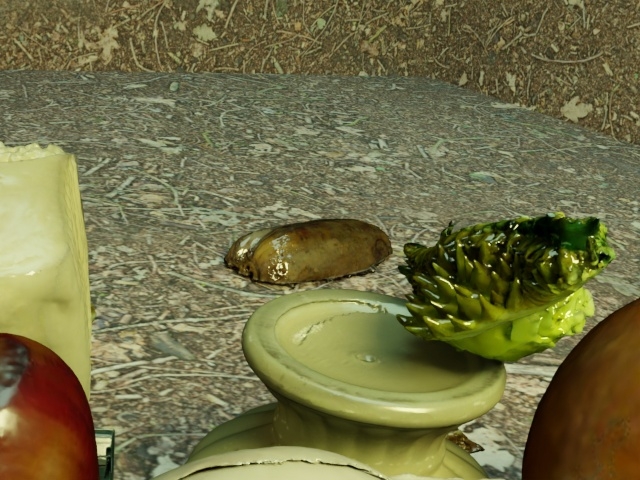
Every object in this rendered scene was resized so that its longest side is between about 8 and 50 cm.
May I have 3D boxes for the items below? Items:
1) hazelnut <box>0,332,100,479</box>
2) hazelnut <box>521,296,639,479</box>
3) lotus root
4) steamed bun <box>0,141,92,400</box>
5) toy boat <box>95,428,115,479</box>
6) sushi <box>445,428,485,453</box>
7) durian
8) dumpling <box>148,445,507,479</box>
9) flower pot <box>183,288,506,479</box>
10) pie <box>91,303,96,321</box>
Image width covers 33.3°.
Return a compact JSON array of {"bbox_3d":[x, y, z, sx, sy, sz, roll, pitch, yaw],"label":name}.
[{"bbox_3d":[-0.267,0.184,0.888,0.208,0.208,0.208,8,18,-3],"label":"hazelnut"},{"bbox_3d":[0.329,0.207,0.813,0.365,0.366,0.366,8,18,-3],"label":"hazelnut"},{"bbox_3d":[0.001,-0.001,1.706,0.167,0.078,0.329,24,24,35],"label":"lotus root"},{"bbox_3d":[-0.364,0.062,1.067,0.272,0.291,0.273,-9,30,-8],"label":"steamed bun"},{"bbox_3d":[-0.264,0.204,1.001,0.141,0.055,0.060,2,-4,-16],"label":"toy boat"},{"bbox_3d":[0.116,0.224,1.127,0.117,0.062,0.060,-18,34,-13],"label":"sushi"},{"bbox_3d":[0.131,0.036,0.811,0.132,0.107,0.375,15,-5,-14],"label":"durian"},{"bbox_3d":[-0.022,0.246,0.619,0.341,0.181,0.260,13,37,-24],"label":"dumpling"},{"bbox_3d":[0.026,0.191,0.879,0.307,0.244,0.307,7,19,-2],"label":"flower pot"},{"bbox_3d":[-0.329,0.091,1.365,0.084,0.020,0.084,8,18,-3],"label":"pie"}]
